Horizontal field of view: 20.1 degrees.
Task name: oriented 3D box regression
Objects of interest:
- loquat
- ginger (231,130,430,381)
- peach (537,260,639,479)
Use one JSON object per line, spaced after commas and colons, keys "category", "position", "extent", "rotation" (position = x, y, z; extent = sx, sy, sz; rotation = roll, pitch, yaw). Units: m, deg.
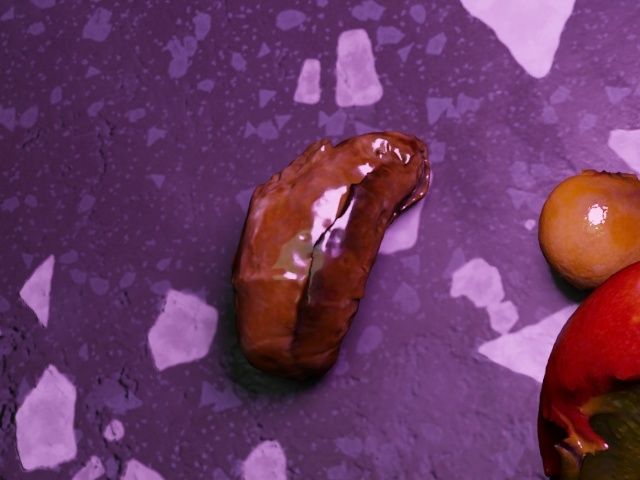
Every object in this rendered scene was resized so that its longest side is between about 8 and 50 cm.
{"category": "loquat", "position": [0.304, -0.011, 1.955], "extent": [0.141, 0.141, 0.141], "rotation": [-4, 74, 15]}
{"category": "ginger", "position": [0.000, 0.000, 2.025], "extent": [0.321, 0.172, 0.165], "rotation": [-59, 31, -4]}
{"category": "peach", "position": [0.390, 0.173, 1.769], "extent": [0.335, 0.406, 0.310], "rotation": [0, 47, 27]}
